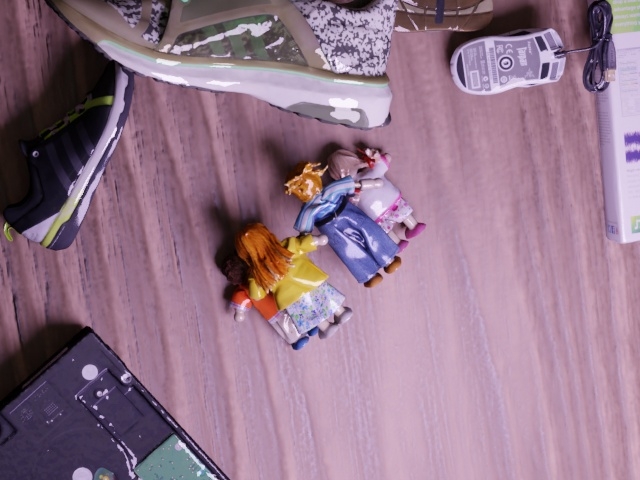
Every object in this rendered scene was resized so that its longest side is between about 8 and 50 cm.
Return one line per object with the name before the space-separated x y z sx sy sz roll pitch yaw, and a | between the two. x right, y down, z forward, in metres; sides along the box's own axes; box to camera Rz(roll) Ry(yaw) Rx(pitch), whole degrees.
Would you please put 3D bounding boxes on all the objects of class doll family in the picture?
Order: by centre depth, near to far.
doll family | 0.000 0.000 1.727 0.263 0.118 0.163 -44 103 -5

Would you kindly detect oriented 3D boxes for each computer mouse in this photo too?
computer mouse | 0.246 -0.216 1.785 0.193 0.042 0.106 -7 103 5

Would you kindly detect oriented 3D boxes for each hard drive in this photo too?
hard drive | -0.237 0.297 1.736 0.237 0.064 0.339 -43 102 -5

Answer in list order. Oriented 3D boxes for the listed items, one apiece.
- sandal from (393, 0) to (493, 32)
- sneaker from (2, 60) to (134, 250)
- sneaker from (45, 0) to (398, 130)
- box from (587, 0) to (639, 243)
sandal | 0.115 -0.274 1.765 0.180 0.049 0.072 2 101 -27
sneaker | -0.279 -0.101 1.673 0.097 0.084 0.235 23 91 -13
sneaker | -0.094 -0.253 1.655 0.410 0.158 0.182 12 104 -21
box | 0.446 -0.170 1.843 0.232 0.058 0.322 -7 99 -12
